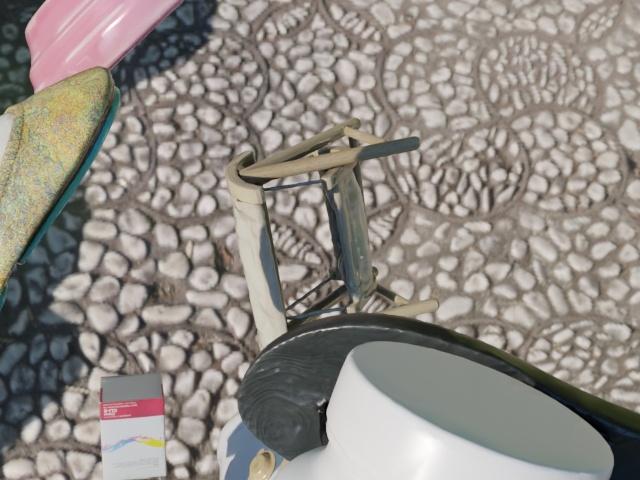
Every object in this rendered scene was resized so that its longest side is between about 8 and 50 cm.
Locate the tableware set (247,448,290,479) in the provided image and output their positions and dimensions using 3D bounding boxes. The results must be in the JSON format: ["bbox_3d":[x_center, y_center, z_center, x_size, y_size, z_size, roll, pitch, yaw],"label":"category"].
[{"bbox_3d":[-0.052,0.304,1.320,0.020,0.169,0.141,37,62,-31],"label":"tableware set"}]

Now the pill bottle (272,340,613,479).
[{"bbox_3d":[0.030,0.203,0.440,0.162,0.162,0.278,20,100,6],"label":"pill bottle"}]

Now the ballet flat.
[{"bbox_3d":[-0.282,0.001,0.696,0.123,0.123,0.348,30,94,12],"label":"ballet flat"}]

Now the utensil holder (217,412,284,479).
[{"bbox_3d":[-0.029,0.533,1.638,0.328,0.327,0.385,0,42,-5],"label":"utensil holder"}]

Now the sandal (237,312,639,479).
[{"bbox_3d":[0.139,0.175,0.694,0.446,0.167,0.107,15,25,11],"label":"sandal"}]

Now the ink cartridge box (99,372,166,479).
[{"bbox_3d":[-0.377,0.374,1.784,0.127,0.176,0.128,-3,15,-13],"label":"ink cartridge box"}]

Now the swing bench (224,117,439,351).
[{"bbox_3d":[0.000,0.000,1.174,0.255,0.253,0.165,-20,26,-26],"label":"swing bench"}]

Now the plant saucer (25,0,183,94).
[{"bbox_3d":[-0.173,-0.260,0.879,0.084,0.332,0.332,46,60,-17],"label":"plant saucer"}]
